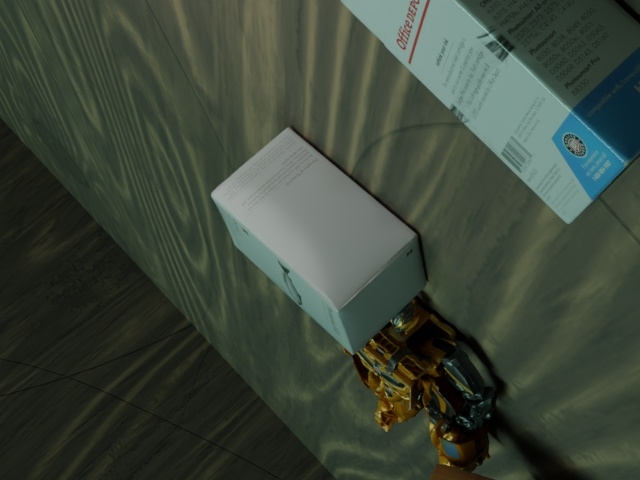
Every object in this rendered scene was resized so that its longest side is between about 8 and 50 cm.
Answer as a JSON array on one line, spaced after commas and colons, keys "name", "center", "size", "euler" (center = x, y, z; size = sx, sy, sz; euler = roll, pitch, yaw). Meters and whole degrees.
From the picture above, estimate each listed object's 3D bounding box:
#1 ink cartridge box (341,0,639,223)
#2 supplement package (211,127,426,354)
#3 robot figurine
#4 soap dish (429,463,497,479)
[{"name": "ink cartridge box", "center": [0.093, -0.102, 0.583], "size": [0.180, 0.060, 0.104], "euler": [46, 168, 8]}, {"name": "supplement package", "center": [0.000, 0.000, 1.091], "size": [0.179, 0.105, 0.105], "euler": [41, 165, 27]}, {"name": "robot figurine", "center": [0.103, 0.153, 1.248], "size": [0.211, 0.085, 0.291], "euler": [39, 164, 32]}, {"name": "soap dish", "center": [0.189, 0.405, 1.198], "size": [0.229, 0.290, 0.118], "euler": [12, -170, 34]}]
